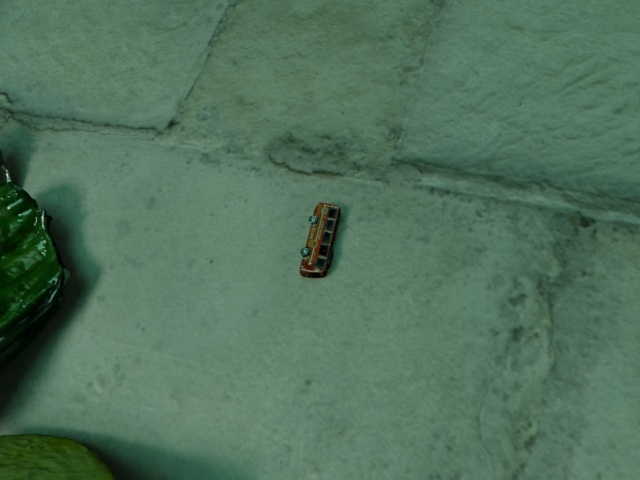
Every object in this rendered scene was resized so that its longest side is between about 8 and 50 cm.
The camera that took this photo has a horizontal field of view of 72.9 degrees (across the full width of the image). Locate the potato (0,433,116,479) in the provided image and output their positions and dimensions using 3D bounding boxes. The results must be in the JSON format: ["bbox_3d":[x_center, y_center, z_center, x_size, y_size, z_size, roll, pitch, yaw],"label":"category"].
[{"bbox_3d":[-0.333,0.375,0.434,0.331,0.213,0.279,3,84,1],"label":"potato"}]

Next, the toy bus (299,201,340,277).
[{"bbox_3d":[0.000,0.000,0.614,0.043,0.031,0.110,10,68,8],"label":"toy bus"}]

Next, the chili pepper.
[{"bbox_3d":[-0.494,0.092,0.592,0.167,0.213,0.384,-35,30,41],"label":"chili pepper"}]

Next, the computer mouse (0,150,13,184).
[{"bbox_3d":[-0.634,-0.028,0.670,0.115,0.199,0.388,-4,63,31],"label":"computer mouse"}]
